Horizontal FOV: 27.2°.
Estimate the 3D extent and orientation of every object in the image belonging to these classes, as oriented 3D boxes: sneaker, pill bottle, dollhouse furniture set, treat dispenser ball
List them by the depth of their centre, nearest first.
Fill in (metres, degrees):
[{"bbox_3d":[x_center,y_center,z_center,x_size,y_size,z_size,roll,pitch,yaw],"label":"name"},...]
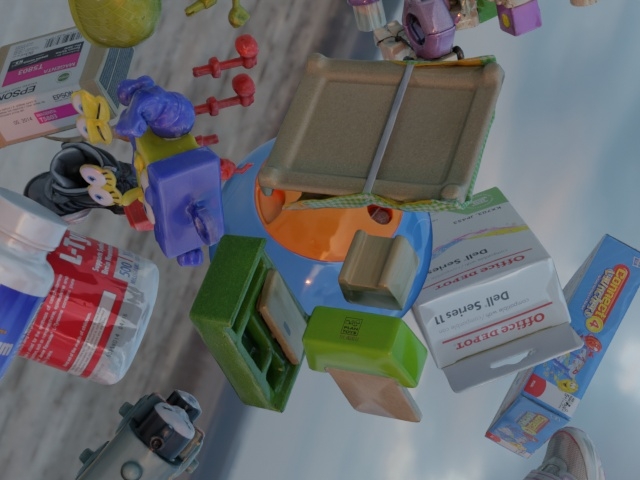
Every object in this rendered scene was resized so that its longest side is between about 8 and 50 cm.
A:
[{"bbox_3d":[0.045,-0.005,1.155,0.301,0.198,0.151,-69,152,-27],"label":"dollhouse furniture set"},{"bbox_3d":[0.000,0.000,1.689,0.288,0.288,0.288,-160,-90,-89],"label":"treat dispenser ball"},{"bbox_3d":[-0.444,0.072,1.734,0.272,0.152,0.152,-61,-178,5],"label":"pill bottle"},{"bbox_3d":[0.300,0.364,1.784,0.103,0.111,0.252,-16,-131,57],"label":"sneaker"},{"bbox_3d":[-0.380,-0.094,2.021,0.153,0.269,0.101,31,63,-55],"label":"sneaker"},{"bbox_3d":[-0.494,0.075,2.197,0.229,0.408,0.229,-58,-161,34],"label":"pill bottle"}]

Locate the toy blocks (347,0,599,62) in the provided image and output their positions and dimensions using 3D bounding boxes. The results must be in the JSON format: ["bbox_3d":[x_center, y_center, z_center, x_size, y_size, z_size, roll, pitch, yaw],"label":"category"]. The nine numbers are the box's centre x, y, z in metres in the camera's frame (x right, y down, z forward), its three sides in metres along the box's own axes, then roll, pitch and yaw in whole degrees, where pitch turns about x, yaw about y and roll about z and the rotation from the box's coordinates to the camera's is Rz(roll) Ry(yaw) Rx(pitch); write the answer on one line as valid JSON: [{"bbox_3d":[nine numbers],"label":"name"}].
[{"bbox_3d":[0.172,-0.413,1.736,0.288,0.309,0.260,36,-34,53],"label":"toy blocks"}]

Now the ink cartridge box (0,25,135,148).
[{"bbox_3d":[-0.449,-0.271,2.252,0.193,0.235,0.088,-85,157,-47],"label":"ink cartridge box"}]

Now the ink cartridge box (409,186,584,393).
[{"bbox_3d":[0.227,0.063,1.925,0.353,0.207,0.119,-112,-178,-65],"label":"ink cartridge box"}]

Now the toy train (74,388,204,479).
[{"bbox_3d":[-0.289,0.350,1.837,0.334,0.142,0.190,-48,-177,1],"label":"toy train"}]

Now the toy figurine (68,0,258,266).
[{"bbox_3d":[-0.119,-0.098,1.256,0.362,0.191,0.217,93,-24,-46],"label":"toy figurine"}]

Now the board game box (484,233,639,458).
[{"bbox_3d":[0.399,0.180,2.158,0.308,0.086,0.302,-58,173,-19],"label":"board game box"}]

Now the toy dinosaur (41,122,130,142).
[{"bbox_3d":[-0.270,-0.156,1.856,0.112,0.212,0.064,-29,-103,59],"label":"toy dinosaur"}]
